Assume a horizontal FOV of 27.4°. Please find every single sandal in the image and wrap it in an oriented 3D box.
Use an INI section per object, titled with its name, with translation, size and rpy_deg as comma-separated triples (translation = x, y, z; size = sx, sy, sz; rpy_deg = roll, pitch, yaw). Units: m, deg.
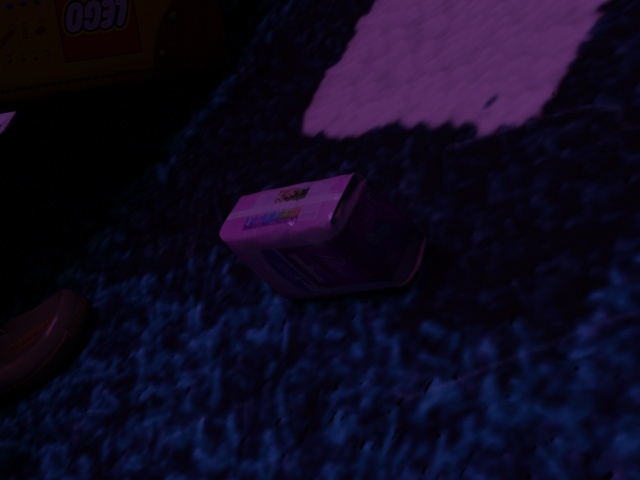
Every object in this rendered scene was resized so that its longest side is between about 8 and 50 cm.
[sandal]
translation = -0.208, 0.076, 0.759
size = 0.180, 0.049, 0.072
rpy_deg = -35, 30, 22

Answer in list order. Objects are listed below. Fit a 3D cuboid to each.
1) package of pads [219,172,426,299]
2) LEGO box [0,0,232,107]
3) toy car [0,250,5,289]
[package of pads]
translation = 0.000, 0.000, 0.563
size = 0.083, 0.050, 0.032
rpy_deg = -9, 48, 50
[LEGO box]
translation = -0.372, -0.152, 0.839
size = 0.500, 0.193, 0.372
rpy_deg = -14, 8, -34
[toy car]
translation = -0.335, 0.021, 0.860
size = 0.155, 0.188, 0.149
rpy_deg = -19, 39, 43
